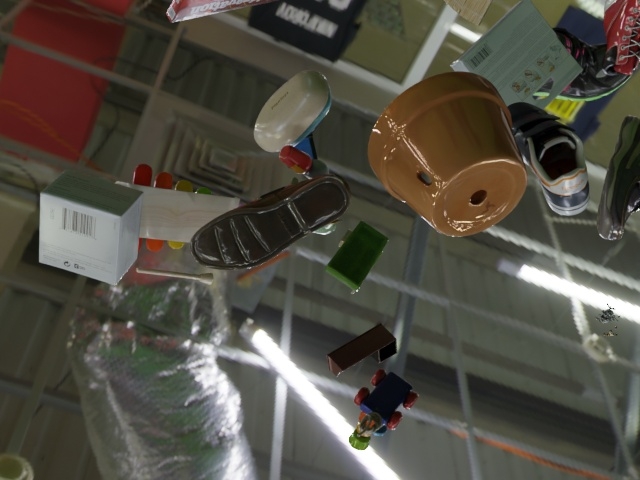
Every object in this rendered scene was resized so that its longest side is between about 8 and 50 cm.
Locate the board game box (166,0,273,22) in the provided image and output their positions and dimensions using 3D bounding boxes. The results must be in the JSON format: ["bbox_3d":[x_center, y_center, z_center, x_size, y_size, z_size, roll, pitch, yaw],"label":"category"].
[{"bbox_3d":[-0.172,-0.525,1.761,0.281,0.145,0.027,-23,-97,-33],"label":"board game box"}]

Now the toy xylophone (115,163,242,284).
[{"bbox_3d":[-0.327,-0.030,1.944,0.322,0.236,0.081,16,180,-30],"label":"toy xylophone"}]

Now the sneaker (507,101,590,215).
[{"bbox_3d":[0.481,-0.210,1.818,0.126,0.127,0.321,-24,-128,0],"label":"sneaker"}]

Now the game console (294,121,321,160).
[{"bbox_3d":[-0.042,-0.289,2.468,0.144,0.124,0.085,-21,-112,-50],"label":"game console"}]

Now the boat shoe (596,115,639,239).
[{"bbox_3d":[0.709,-0.143,1.900,0.130,0.132,0.355,15,-124,19],"label":"boat shoe"}]

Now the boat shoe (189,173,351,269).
[{"bbox_3d":[-0.086,-0.032,1.557,0.104,0.307,0.111,-84,-26,-76],"label":"boat shoe"}]

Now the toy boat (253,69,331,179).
[{"bbox_3d":[-0.057,-0.288,2.278,0.148,0.267,0.318,29,-143,-36],"label":"toy boat"}]

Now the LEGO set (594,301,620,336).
[{"bbox_3d":[0.637,0.178,1.879,0.083,0.054,0.023,62,-149,-8],"label":"LEGO set"}]

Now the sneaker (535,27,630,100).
[{"bbox_3d":[0.751,-0.541,2.601,0.483,0.202,0.185,-7,-110,-7],"label":"sneaker"}]

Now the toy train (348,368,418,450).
[{"bbox_3d":[0.099,0.388,1.785,0.105,0.143,0.248,34,-148,14],"label":"toy train"}]

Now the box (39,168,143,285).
[{"bbox_3d":[-0.482,-0.029,1.787,0.181,0.182,0.119,17,-147,6],"label":"box"}]

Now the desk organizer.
[{"bbox_3d":[0.080,0.215,1.614,0.130,0.047,0.050,-28,-134,-21],"label":"desk organizer"}]

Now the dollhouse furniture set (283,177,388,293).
[{"bbox_3d":[0.000,0.000,2.173,0.301,0.197,0.151,34,-107,4],"label":"dollhouse furniture set"}]

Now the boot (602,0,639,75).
[{"bbox_3d":[0.584,-0.399,1.528,0.088,0.244,0.176,12,-107,-6],"label":"boot"}]

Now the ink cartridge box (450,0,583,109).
[{"bbox_3d":[0.500,-0.439,2.152,0.275,0.060,0.239,-44,-81,-18],"label":"ink cartridge box"}]

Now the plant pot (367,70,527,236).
[{"bbox_3d":[0.261,-0.147,1.629,0.291,0.291,0.203,6,-140,-31],"label":"plant pot"}]

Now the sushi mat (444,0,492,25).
[{"bbox_3d":[0.426,-0.709,2.133,0.019,0.316,0.151,-4,-137,-42],"label":"sushi mat"}]
